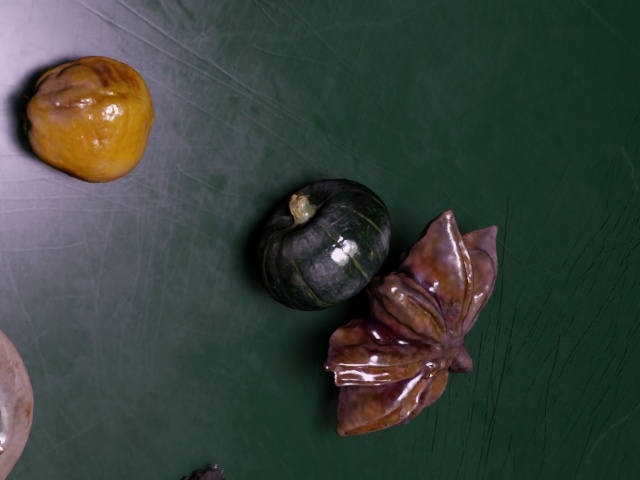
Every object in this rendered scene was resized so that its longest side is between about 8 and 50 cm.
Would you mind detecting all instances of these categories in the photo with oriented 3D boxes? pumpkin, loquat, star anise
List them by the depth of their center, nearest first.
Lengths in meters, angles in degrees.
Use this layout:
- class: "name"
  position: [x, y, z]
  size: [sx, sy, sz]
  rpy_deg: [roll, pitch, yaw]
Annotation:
- class: "loquat"
  position: [-0.240, -0.124, 1.231]
  size: [0.137, 0.113, 0.137]
  rpy_deg: [-7, 122, -11]
- class: "pumpkin"
  position: [0.001, 0.003, 1.344]
  size: [0.125, 0.167, 0.167]
  rpy_deg: [36, 81, -15]
- class: "star anise"
  position: [0.119, 0.101, 1.410]
  size: [0.315, 0.108, 0.315]
  rpy_deg: [-39, 144, -36]

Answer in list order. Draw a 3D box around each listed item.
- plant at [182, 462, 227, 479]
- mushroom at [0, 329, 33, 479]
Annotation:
- class: "plant"
  position: [-0.170, 0.328, 1.357]
  size: [0.174, 0.087, 0.085]
  rpy_deg: [-34, 82, -25]
- class: "mushroom"
  position: [-0.389, 0.172, 1.155]
  size: [0.226, 0.178, 0.227]
  rpy_deg: [-11, 113, -28]
